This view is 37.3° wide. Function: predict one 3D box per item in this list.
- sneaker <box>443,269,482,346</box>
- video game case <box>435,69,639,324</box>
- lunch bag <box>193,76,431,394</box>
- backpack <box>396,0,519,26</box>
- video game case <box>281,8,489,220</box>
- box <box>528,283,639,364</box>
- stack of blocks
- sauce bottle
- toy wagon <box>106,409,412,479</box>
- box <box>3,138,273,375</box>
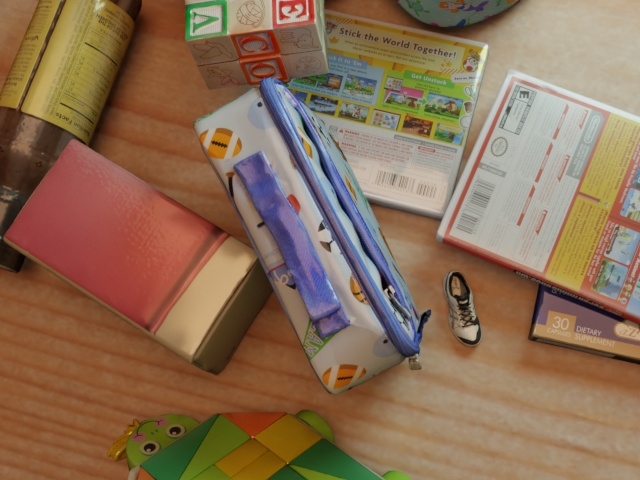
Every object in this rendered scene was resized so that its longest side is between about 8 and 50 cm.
[{"bbox_3d":[0.147,0.071,0.994,0.031,0.037,0.083,-18,78,-1],"label":"sneaker"},{"bbox_3d":[0.288,-0.038,0.976,0.285,0.025,0.204,23,78,11],"label":"video game case"},{"bbox_3d":[0.000,0.000,0.907,0.114,0.243,0.303,-29,84,6],"label":"lunch bag"},{"bbox_3d":[0.144,-0.372,1.026,0.225,0.191,0.254,-28,82,-5],"label":"backpack"},{"bbox_3d":[0.055,-0.146,1.058,0.226,0.026,0.207,14,79,9],"label":"video game case"},{"bbox_3d":[0.308,0.008,0.996,0.136,0.036,0.225,12,77,8],"label":"box"},{"bbox_3d":[-0.088,-0.309,0.993,0.171,0.087,0.297,-7,65,7],"label":"stack of blocks"},{"bbox_3d":[-0.304,-0.136,1.044,0.111,0.111,0.345,19,80,9],"label":"sauce bottle"},{"bbox_3d":[-0.080,0.250,0.881,0.344,0.068,0.267,29,43,35],"label":"toy wagon"},{"bbox_3d":[-0.177,0.021,0.977,0.232,0.148,0.127,31,81,10],"label":"box"}]
